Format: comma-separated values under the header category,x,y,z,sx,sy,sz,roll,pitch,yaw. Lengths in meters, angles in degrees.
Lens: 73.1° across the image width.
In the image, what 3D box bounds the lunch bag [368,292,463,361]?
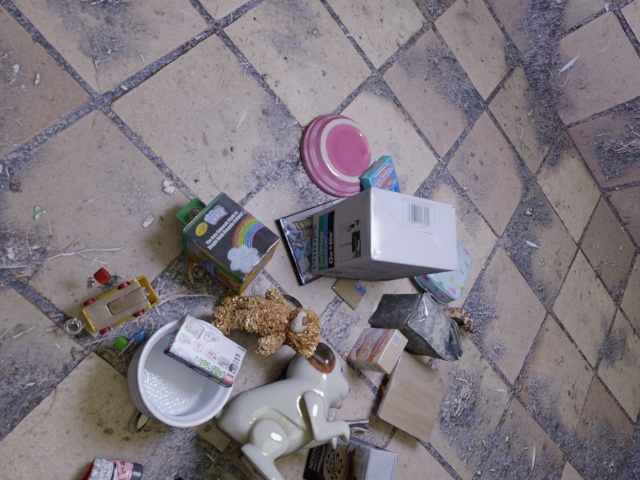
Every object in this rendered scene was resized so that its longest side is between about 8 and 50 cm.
category,x,y,z,sx,sy,sz,roll,pitch,yaw
lunch bag,0.372,0.336,1.623,0.287,0.235,0.169,45,64,-17

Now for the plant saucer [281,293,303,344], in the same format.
category,x,y,z,sx,sy,sz,roll,pitch,yaw
plant saucer,-0.131,0.261,1.437,0.168,0.029,0.169,3,81,-21

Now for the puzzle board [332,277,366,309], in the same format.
category,x,y,z,sx,sy,sz,roll,pitch,yaw
puzzle board,0.109,0.184,1.625,0.128,0.011,0.096,45,61,-17

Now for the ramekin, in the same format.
category,x,y,z,sx,sy,sz,roll,pitch,yaw
ramekin,-0.387,0.364,1.189,0.277,0.135,0.278,20,60,-37

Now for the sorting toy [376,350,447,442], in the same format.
category,x,y,z,sx,sy,sz,roll,pitch,yaw
sorting toy,0.332,0.588,1.643,0.257,0.089,0.256,35,66,-22

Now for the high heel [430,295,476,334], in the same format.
category,x,y,z,sx,sy,sz,roll,pitch,yaw
high heel,0.525,0.344,1.791,0.261,0.093,0.186,44,55,1

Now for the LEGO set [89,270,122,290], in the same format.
category,x,y,z,sx,sy,sz,roll,pitch,yaw
LEGO set,-0.600,0.112,1.207,0.083,0.023,0.054,11,73,-16

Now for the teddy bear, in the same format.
category,x,y,z,sx,sy,sz,roll,pitch,yaw
teddy bear,-0.159,0.235,1.307,0.245,0.337,0.113,-35,143,-56

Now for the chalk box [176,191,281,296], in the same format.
category,x,y,z,sx,sy,sz,roll,pitch,yaw
chalk box,-0.294,-0.005,1.295,0.289,0.179,0.180,39,64,3

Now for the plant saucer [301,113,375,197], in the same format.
category,x,y,z,sx,sy,sz,roll,pitch,yaw
plant saucer,0.087,-0.334,1.658,0.331,0.084,0.333,6,78,-30

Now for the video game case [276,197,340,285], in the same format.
category,x,y,z,sx,sy,sz,roll,pitch,yaw
video game case,0.000,0.000,1.576,0.274,0.035,0.249,-22,93,-32

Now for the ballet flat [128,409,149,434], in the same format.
category,x,y,z,sx,sy,sz,roll,pitch,yaw
ballet flat,-0.472,0.457,1.202,0.057,0.052,0.168,31,67,-22

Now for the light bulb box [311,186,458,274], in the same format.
category,x,y,z,sx,sy,sz,roll,pitch,yaw
light bulb box,0.204,0.002,1.465,0.357,0.361,0.226,9,76,-30

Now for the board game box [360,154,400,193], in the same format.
category,x,y,z,sx,sy,sz,roll,pitch,yaw
board game box,0.243,-0.203,1.699,0.160,0.047,0.210,-46,132,-28

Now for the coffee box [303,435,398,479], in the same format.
category,x,y,z,sx,sy,sz,roll,pitch,yaw
coffee box,0.088,0.710,1.352,0.118,0.297,0.168,25,69,-29

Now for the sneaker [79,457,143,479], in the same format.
category,x,y,z,sx,sy,sz,roll,pitch,yaw
sneaker,-0.569,0.694,1.084,0.144,0.090,0.270,26,66,-24

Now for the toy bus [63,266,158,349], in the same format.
category,x,y,z,sx,sy,sz,roll,pitch,yaw
toy bus,-0.549,0.177,1.173,0.202,0.104,0.191,20,92,-6

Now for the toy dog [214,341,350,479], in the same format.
category,x,y,z,sx,sy,sz,roll,pitch,yaw
toy dog,-0.087,0.506,1.329,0.395,0.285,0.407,37,58,24

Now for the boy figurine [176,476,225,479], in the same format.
category,x,y,z,sx,sy,sz,roll,pitch,yaw
boy figurine,-0.300,0.783,1.230,0.285,0.092,0.177,34,63,-19

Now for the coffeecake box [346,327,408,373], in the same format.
category,x,y,z,sx,sy,sz,roll,pitch,yaw
coffeecake box,0.200,0.389,1.540,0.068,0.185,0.142,46,62,-17

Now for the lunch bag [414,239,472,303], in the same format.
category,x,y,z,sx,sy,sz,roll,pitch,yaw
lunch bag,0.515,0.119,1.800,0.224,0.107,0.279,42,55,-11

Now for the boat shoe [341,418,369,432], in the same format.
category,x,y,z,sx,sy,sz,roll,pitch,yaw
boat shoe,0.117,0.659,1.528,0.136,0.049,0.043,13,77,-34

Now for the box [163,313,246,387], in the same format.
category,x,y,z,sx,sy,sz,roll,pitch,yaw
box,-0.307,0.300,1.169,0.207,0.036,0.114,41,49,-25
